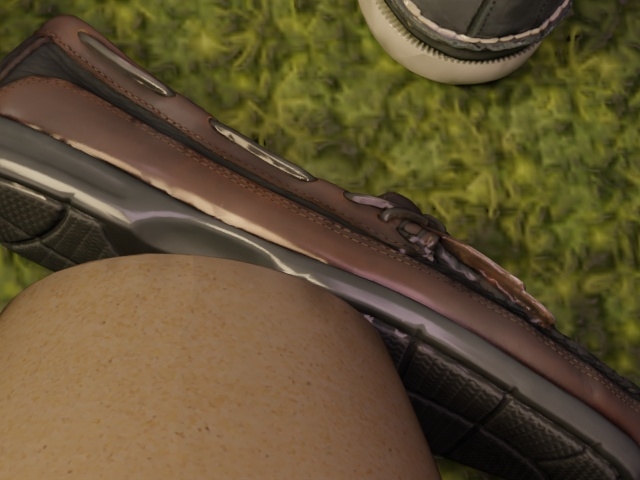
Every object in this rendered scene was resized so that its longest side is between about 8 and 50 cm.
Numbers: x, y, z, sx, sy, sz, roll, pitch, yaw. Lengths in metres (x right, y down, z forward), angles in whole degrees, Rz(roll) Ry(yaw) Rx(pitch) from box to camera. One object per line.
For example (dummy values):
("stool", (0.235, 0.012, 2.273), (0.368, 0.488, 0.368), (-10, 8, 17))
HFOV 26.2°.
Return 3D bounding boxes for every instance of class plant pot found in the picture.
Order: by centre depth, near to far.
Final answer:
("plant pot", (-0.046, 0.149, 0.360), (0.256, 0.256, 0.274), (8, 56, -8))

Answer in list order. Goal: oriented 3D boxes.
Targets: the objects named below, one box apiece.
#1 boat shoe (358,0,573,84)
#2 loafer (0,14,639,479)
("boat shoe", (0.038, -0.225, 0.549), (0.116, 0.099, 0.319), (-10, 75, -13))
("loafer", (0.000, 0.000, 0.479), (0.267, 0.096, 0.084), (25, 64, 0))
